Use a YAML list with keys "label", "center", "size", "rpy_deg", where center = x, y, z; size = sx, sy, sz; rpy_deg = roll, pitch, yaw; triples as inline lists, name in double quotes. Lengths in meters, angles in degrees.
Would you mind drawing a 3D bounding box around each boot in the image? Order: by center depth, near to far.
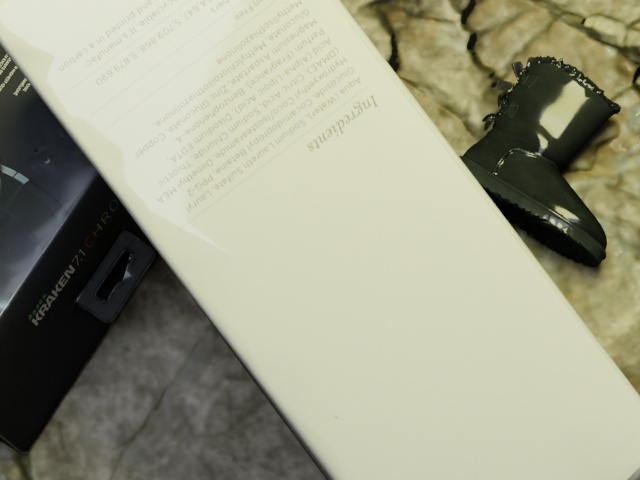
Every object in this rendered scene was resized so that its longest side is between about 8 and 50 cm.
- label: "boot"
  center: [0.148, -0.052, 1.193]
  size: [0.121, 0.045, 0.099]
  rpy_deg: [33, 76, 24]

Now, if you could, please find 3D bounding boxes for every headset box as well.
- label: "headset box"
  center: [-0.234, -0.038, 1.232]
  size: [0.283, 0.131, 0.246]
  rpy_deg: [26, 76, 22]

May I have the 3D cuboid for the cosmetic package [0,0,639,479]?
- label: "cosmetic package"
  center: [0.000, 0.000, 1.040]
  size: [0.156, 0.217, 0.385]
  rpy_deg: [-36, 88, -3]
